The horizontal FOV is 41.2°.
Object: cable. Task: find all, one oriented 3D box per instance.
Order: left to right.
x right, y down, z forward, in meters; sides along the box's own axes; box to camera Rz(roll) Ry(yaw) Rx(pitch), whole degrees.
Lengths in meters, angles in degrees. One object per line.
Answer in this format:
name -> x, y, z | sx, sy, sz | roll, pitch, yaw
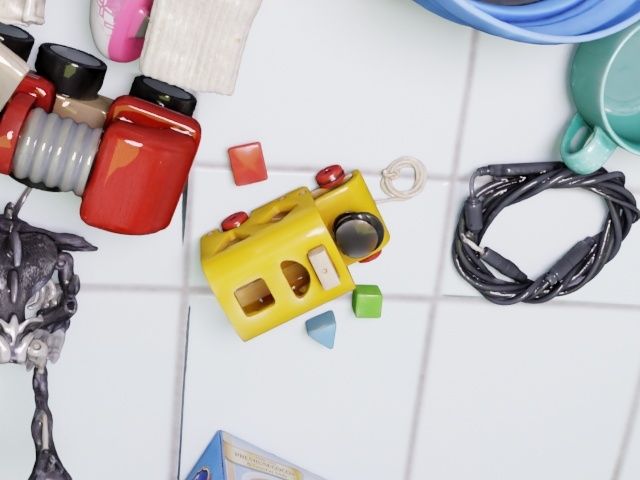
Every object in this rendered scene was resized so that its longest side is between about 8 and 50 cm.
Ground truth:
cable -> 0.223, -0.006, 0.829 | 0.185, 0.047, 0.150 | -3, 111, -7

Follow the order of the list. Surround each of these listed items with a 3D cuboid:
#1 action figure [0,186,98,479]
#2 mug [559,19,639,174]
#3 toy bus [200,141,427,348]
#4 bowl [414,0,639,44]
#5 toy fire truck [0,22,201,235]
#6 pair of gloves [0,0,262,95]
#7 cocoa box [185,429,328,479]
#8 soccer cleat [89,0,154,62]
action figure -> -0.280, 0.081, 0.732 | 0.164, 0.275, 0.141 | 10, 150, -36
mug -> 0.278, -0.142, 0.757 | 0.158, 0.097, 0.129 | -15, 113, -1
toy bus -> -0.008, 0.010, 0.772 | 0.191, 0.104, 0.202 | 15, 108, -13
bowl -> 0.151, -0.336, 0.602 | 0.391, 0.077, 0.391 | -6, 102, -30
toy fire truck -> -0.198, -0.084, 0.632 | 0.217, 0.246, 0.158 | 19, 108, -14
pair of gloves -> -0.137, -0.224, 0.576 | 0.240, 0.042, 0.204 | 20, 106, -16
cocoa box -> -0.009, 0.397, 0.852 | 0.347, 0.228, 0.231 | 30, 102, -17
soccer cleat -> -0.111, -0.302, 0.650 | 0.143, 0.116, 0.331 | 33, 104, 2
